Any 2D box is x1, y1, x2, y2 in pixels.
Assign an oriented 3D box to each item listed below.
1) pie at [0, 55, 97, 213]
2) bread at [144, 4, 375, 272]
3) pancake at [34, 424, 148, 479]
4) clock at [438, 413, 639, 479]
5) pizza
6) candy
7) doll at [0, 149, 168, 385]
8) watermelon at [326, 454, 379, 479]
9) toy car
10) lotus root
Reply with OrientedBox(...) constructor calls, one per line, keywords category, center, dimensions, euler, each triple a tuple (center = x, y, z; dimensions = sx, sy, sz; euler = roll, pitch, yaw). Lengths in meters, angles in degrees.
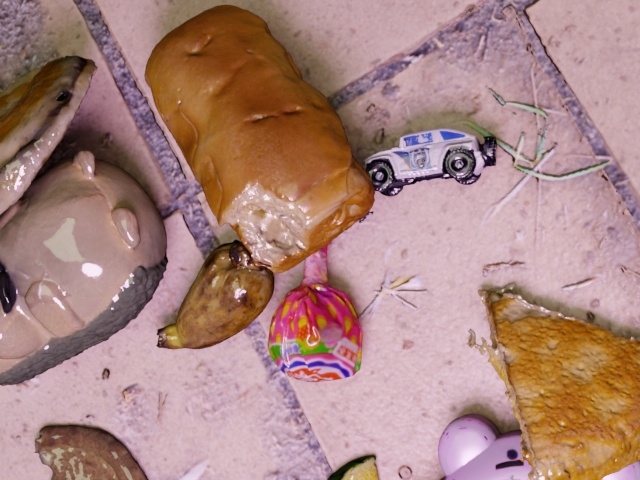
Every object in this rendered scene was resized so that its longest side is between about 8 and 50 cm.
OrientedBox(category="pie", center=(-0.423, -0.127, 1.410), dimensions=(0.339, 0.339, 0.077), euler=(-35, 120, 11))
OrientedBox(category="bread", center=(-0.083, -0.137, 1.333), dimensions=(0.195, 0.149, 0.344), euler=(-37, 61, 5))
OrientedBox(category="pancake", center=(-0.357, 0.399, 1.477), dimensions=(0.288, 0.033, 0.286), euler=(-16, 83, 14))
OrientedBox(category="clock", center=(0.246, 0.382, 1.269), dimensions=(0.295, 0.113, 0.322), euler=(7, 88, 16))
OrientedBox(category="pizza", center=(0.290, 0.152, 1.269), dimensions=(0.280, 0.075, 0.288), euler=(-18, 47, -23))
OrientedBox(category="candy", center=(0.000, 0.000, 1.379), dimensions=(0.124, 0.124, 0.365), euler=(1, 79, 16))
OrientedBox(category="doll", center=(-0.366, 0.051, 1.393), dimensions=(0.349, 0.247, 0.247), euler=(-41, 77, 14))
OrientedBox(category="watermelon", center=(0.027, 0.373, 1.372), dimensions=(0.092, 0.075, 0.181), euler=(-5, 86, -29))
OrientedBox(category="toy car", center=(0.138, -0.101, 1.344), dimensions=(0.170, 0.080, 0.070), euler=(-9, 84, 15))
OrientedBox(category="lotus root", center=(-0.138, 0.084, 1.409), dimensions=(0.191, 0.094, 0.108), euler=(-48, 36, 19))
